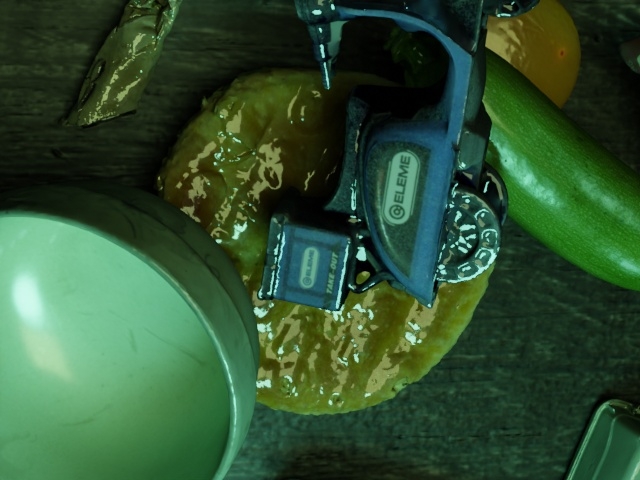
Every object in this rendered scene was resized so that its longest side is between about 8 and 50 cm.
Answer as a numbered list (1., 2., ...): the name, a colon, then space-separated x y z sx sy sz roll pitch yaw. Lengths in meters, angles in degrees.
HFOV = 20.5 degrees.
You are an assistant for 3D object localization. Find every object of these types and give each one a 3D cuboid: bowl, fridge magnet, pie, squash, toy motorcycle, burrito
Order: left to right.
1. bowl: -0.183 0.079 1.472 0.307 0.163 0.307 10 118 18
2. burrito: -0.167 -0.152 1.527 0.055 0.041 0.149 28 96 -8
3. pie: 0.000 0.000 1.596 0.339 0.083 0.339 -4 103 -19
4. toy motorcycle: 0.060 -0.109 1.431 0.213 0.125 0.358 11 111 7
5. fridge magnet: 0.170 -0.165 1.619 0.143 0.063 0.143 -4 105 -16
6. squash: 0.201 -0.063 1.577 0.395 0.107 0.107 38 89 -26

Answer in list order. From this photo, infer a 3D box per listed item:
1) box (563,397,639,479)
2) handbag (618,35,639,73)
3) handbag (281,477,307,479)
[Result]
1. box: 0.310 0.254 1.740 0.124 0.093 0.172 19 96 -21
2. handbag: 0.404 -0.134 1.670 0.213 0.127 0.235 -28 121 -8
3. handbag: 0.048 0.372 1.679 0.274 0.100 0.268 16 96 -20
